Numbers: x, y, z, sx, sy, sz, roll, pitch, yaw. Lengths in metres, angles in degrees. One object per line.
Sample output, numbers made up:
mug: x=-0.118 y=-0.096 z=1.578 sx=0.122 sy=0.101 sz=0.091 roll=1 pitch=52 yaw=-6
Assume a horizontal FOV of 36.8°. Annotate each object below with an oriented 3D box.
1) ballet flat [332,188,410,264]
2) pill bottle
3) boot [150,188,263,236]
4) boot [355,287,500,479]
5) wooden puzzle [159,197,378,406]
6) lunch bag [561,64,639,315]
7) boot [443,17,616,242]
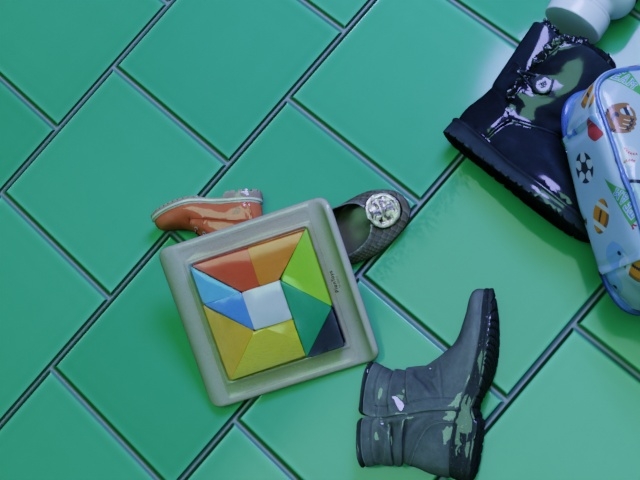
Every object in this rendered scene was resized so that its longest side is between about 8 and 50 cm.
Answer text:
ballet flat: x=0.000 y=0.000 z=1.260 sx=0.249 sy=0.058 sz=0.084 roll=-22 pitch=72 yaw=7
pill bottle: x=0.375 y=-0.355 z=1.238 sx=0.108 sy=0.108 sz=0.194 roll=32 pitch=85 yaw=19
boot: x=-0.154 y=-0.018 z=1.304 sx=0.157 sy=0.059 sz=0.085 roll=-7 pitch=79 yaw=11
boot: x=0.127 y=0.166 z=1.179 sx=0.161 sy=0.083 sz=0.247 roll=8 pitch=76 yaw=21
wooden puzzle: x=-0.068 y=0.083 z=1.222 sx=0.238 sy=0.044 sz=0.221 roll=-18 pitch=96 yaw=10
lunch bag: x=0.424 y=-0.059 z=1.112 sx=0.243 sy=0.115 sz=0.304 roll=-9 pitch=79 yaw=-18
boot: x=0.304 y=-0.144 z=1.205 sx=0.207 sy=0.094 sz=0.246 roll=-48 pitch=64 yaw=2
